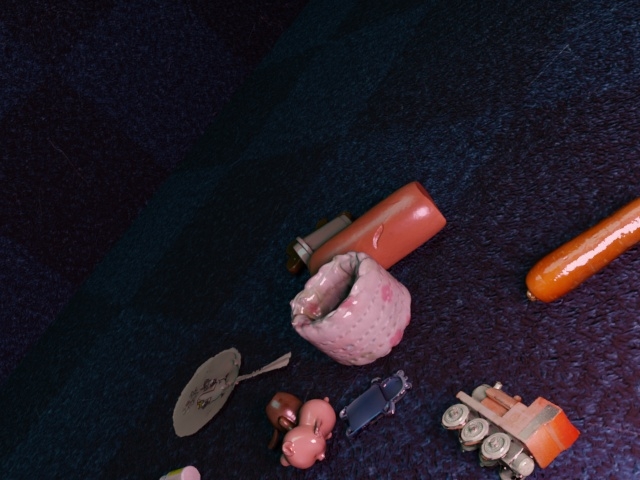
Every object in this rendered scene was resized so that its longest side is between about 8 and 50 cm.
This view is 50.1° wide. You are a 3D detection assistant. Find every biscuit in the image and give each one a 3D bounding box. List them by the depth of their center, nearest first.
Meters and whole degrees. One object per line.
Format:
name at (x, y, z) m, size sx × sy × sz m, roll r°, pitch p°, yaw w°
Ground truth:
biscuit at (0.000, 0.000, 1.667) m, size 0.205 × 0.031 × 0.138 m, roll -37°, pitch 28°, yaw 19°

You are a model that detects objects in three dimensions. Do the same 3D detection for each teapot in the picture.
teapot at (-0.075, 0.336, 1.253) m, size 0.110 × 0.080 × 0.085 m, roll -53°, pitch -5°, yaw 15°

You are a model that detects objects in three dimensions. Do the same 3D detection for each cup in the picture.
cup at (0.020, 0.011, 1.539) m, size 0.141 × 0.120 × 0.120 m, roll -39°, pitch 26°, yaw -3°

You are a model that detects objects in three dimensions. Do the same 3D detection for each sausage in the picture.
sausage at (0.108, 0.005, 1.400) m, size 0.304 × 0.121 × 0.121 m, roll -36°, pitch 28°, yaw 18°

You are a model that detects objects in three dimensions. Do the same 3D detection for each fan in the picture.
fan at (-0.205, 0.323, 1.532) m, size 0.415 × 0.012 × 0.233 m, roll -26°, pitch 33°, yaw 40°

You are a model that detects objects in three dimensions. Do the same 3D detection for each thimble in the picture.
thimble at (0.051, 0.132, 1.275) m, size 0.211 × 0.149 × 0.185 m, roll -28°, pitch 34°, yaw 34°

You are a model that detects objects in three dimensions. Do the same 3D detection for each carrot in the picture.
carrot at (0.400, 0.018, 1.016) m, size 0.225 × 0.067 × 0.067 m, roll -36°, pitch 28°, yaw 16°

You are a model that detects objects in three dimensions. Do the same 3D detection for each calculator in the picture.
calculator at (0.093, 0.274, 1.157) m, size 0.141 × 0.019 × 0.094 m, roll -40°, pitch 27°, yaw 8°

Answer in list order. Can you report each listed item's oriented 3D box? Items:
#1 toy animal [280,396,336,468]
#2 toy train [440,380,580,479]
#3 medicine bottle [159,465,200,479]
toy animal at (-0.020, 0.330, 1.176) m, size 0.089 × 0.083 × 0.150 m, roll 3°, pitch 34°, yaw 30°
toy train at (0.244, 0.248, 0.919) m, size 0.118 × 0.074 × 0.176 m, roll -40°, pitch 20°, yaw -9°
medicine bottle at (-0.286, 0.486, 1.382) m, size 0.083 × 0.047 × 0.047 m, roll -26°, pitch 32°, yaw 34°
